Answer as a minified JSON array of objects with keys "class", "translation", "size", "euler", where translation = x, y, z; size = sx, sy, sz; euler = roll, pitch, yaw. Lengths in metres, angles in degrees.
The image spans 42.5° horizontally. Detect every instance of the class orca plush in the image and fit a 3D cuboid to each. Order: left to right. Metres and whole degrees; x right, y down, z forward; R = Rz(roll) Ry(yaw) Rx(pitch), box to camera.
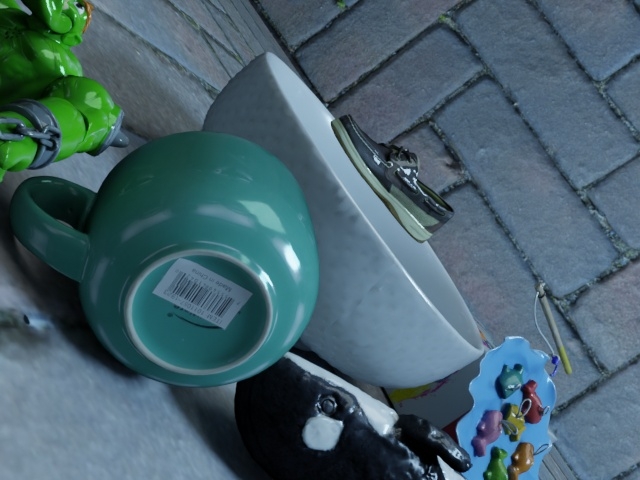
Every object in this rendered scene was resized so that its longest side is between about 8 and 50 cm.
[{"class":"orca plush","translation":[0.029,0.186,0.550],"size":[0.151,0.102,0.287],"euler":[8,-31,31]}]

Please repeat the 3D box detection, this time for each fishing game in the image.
[{"class":"fishing game","translation":[0.185,0.184,0.773],"size":[0.041,0.264,0.189],"euler":[5,-48,40]}]

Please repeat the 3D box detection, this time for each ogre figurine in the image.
[{"class":"ogre figurine","translation":[-0.180,-0.098,0.426],"size":[0.197,0.096,0.118],"euler":[23,11,26]}]

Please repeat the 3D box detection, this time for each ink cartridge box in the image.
[{"class":"ink cartridge box","translation":[0.159,0.176,0.948],"size":[0.128,0.127,0.176],"euler":[40,16,-52]}]

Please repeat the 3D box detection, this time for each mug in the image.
[{"class":"mug","translation":[-0.078,0.018,0.450],"size":[0.097,0.158,0.129],"euler":[-105,-179,-62]}]

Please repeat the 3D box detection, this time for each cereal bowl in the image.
[{"class":"cereal bowl","translation":[0.000,0.000,0.769],"size":[0.339,0.141,0.339],"euler":[52,10,-13]}]

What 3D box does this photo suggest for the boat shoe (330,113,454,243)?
[{"class":"boat shoe","translation":[0.066,-0.062,0.731],"size":[0.152,0.049,0.056],"euler":[46,14,-35]}]
